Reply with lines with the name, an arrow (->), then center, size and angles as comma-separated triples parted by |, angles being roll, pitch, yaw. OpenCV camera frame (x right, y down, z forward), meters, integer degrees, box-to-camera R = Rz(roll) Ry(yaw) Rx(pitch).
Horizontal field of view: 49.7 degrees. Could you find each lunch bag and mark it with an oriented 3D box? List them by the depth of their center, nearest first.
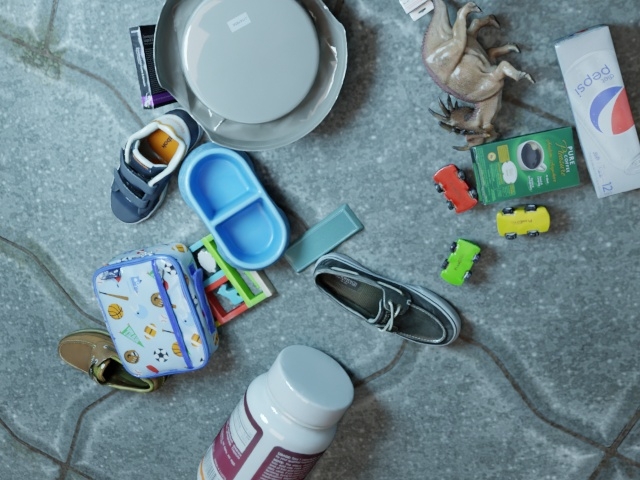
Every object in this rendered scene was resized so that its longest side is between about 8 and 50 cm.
lunch bag -> -0.364, 0.154, 1.562 | 0.243, 0.115, 0.304 | -10, 107, 18

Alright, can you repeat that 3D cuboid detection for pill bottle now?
pill bottle -> -0.101, 0.437, 1.557 | 0.224, 0.224, 0.392 | 34, 115, 3

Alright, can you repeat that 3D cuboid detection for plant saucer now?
plant saucer -> 0.000, 0.000, 1.485 | 0.192, 0.018, 0.067 | -35, 97, 23

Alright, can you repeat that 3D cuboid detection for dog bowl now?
dog bowl -> -0.129, -0.347, 1.280 | 0.348, 0.102, 0.349 | -3, 111, -8
dog bowl -> -0.176, -0.067, 1.442 | 0.166, 0.074, 0.297 | -33, 100, -4

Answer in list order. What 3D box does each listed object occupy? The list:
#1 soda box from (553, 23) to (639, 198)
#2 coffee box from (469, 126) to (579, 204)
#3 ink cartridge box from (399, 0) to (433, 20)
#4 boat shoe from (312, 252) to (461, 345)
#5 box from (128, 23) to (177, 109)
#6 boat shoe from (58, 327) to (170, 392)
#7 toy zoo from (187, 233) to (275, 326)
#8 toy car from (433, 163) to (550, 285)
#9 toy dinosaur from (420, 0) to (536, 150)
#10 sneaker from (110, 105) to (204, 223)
soda box -> 0.492, -0.226, 1.216 | 0.091, 0.098, 0.286 | -16, 103, 21
coffee box -> 0.377, -0.138, 1.276 | 0.184, 0.040, 0.113 | -13, 99, 0
ink cartridge box -> 0.168, -0.450, 1.268 | 0.048, 0.028, 0.083 | -30, 99, 24
boat shoe -> 0.128, 0.141, 1.441 | 0.335, 0.119, 0.121 | 24, 114, 7
box -> -0.334, -0.354, 1.402 | 0.029, 0.116, 0.162 | 1, 109, 17
boat shoe -> -0.521, 0.296, 1.694 | 0.307, 0.104, 0.111 | 8, 111, 13
toy zoo -> -0.271, 0.108, 1.595 | 0.293, 0.030, 0.192 | -32, 98, 24
toy car -> 0.304, -0.016, 1.371 | 0.239, 0.053, 0.225 | 26, 114, 7
toy dinosaur -> 0.252, -0.301, 1.247 | 0.200, 0.127, 0.296 | -37, 93, 28
sneaker -> -0.380, -0.151, 1.484 | 0.126, 0.127, 0.321 | 38, 116, -1
